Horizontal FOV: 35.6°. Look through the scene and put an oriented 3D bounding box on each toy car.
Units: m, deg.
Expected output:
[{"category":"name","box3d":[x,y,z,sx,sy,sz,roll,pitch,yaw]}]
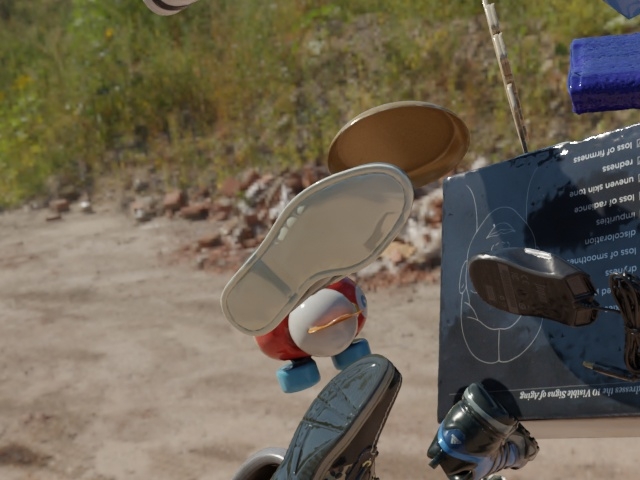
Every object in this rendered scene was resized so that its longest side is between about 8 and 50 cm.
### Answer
[{"category":"toy car","box3d":[0.013,0.129,1.665,0.210,0.219,0.238,-20,4,-23]}]

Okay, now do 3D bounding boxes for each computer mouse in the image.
[{"category":"computer mouse","box3d":[0.322,0.088,1.294,0.262,0.184,0.060,8,42,46]}]

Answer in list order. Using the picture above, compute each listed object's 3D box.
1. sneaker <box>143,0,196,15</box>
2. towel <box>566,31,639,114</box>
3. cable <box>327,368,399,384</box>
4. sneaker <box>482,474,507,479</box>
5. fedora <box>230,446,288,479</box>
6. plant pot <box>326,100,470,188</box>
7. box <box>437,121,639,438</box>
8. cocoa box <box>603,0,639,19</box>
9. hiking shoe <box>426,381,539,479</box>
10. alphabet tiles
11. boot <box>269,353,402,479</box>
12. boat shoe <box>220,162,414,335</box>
[{"category":"sneaker","box3d":[-0.162,-0.556,1.854,0.210,0.137,0.366,2,44,48]},{"category":"towel","box3d":[0.495,-0.227,1.361,0.308,0.076,0.227,-2,27,16]},{"category":"cable","box3d":[0.040,0.343,1.933,0.140,0.072,0.287,10,46,27]},{"category":"sneaker","box3d":[0.307,0.506,1.794,0.108,0.169,0.292,24,-5,18]},{"category":"fedora","box3d":[-0.056,0.496,1.777,0.124,0.275,0.243,8,36,-43]},{"category":"plant pot","box3d":[0.124,-0.155,1.630,0.236,0.236,0.032,-8,59,-5]},{"category":"box","box3d":[0.471,0.096,1.746,0.297,0.471,0.480,18,-20,-37]},{"category":"cocoa box","box3d":[0.308,-0.423,0.880,0.231,0.347,0.228,27,-24,-24]},{"category":"hiking shoe","box3d":[0.231,0.297,1.471,0.113,0.132,0.304,45,0,32]},{"category":"alphabet tiles","box3d":[0.353,-0.308,1.876,0.021,0.278,0.284,-16,-31,12]},{"category":"boot","box3d":[0.051,0.247,0.994,0.179,0.236,0.085,34,-5,-24]},{"category":"boat shoe","box3d":[0.000,0.000,1.217,0.319,0.116,0.099,-42,1,34]}]
